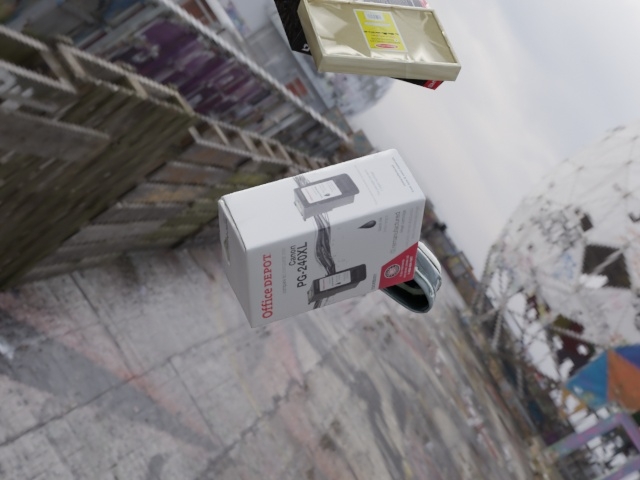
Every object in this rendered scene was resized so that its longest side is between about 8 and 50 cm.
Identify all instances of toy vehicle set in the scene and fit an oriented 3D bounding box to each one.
[{"bbox_3d":[0.104,-0.360,1.643,0.035,0.266,0.166,113,-30,-47],"label":"toy vehicle set"}]

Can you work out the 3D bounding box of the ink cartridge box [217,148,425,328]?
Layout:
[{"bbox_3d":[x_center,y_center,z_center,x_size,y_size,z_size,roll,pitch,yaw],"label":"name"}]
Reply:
[{"bbox_3d":[0.000,0.000,0.744,0.109,0.150,0.063,91,-23,-51],"label":"ink cartridge box"}]

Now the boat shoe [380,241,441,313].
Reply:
[{"bbox_3d":[0.102,0.017,1.617,0.319,0.116,0.099,40,40,-30],"label":"boat shoe"}]

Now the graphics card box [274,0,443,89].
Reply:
[{"bbox_3d":[0.087,-0.455,1.912,0.371,0.094,0.233,9,47,-33],"label":"graphics card box"}]
